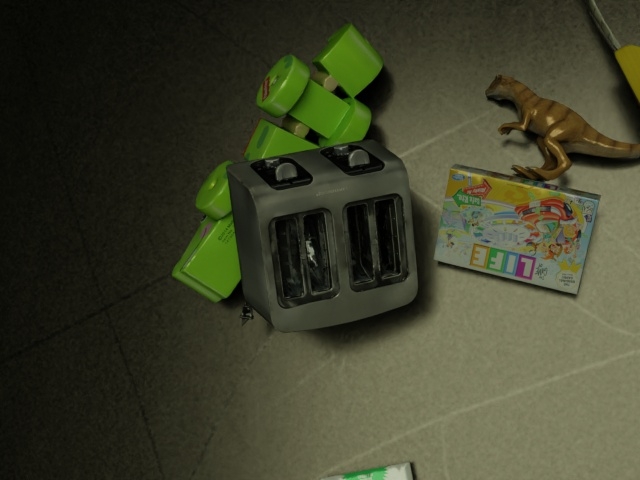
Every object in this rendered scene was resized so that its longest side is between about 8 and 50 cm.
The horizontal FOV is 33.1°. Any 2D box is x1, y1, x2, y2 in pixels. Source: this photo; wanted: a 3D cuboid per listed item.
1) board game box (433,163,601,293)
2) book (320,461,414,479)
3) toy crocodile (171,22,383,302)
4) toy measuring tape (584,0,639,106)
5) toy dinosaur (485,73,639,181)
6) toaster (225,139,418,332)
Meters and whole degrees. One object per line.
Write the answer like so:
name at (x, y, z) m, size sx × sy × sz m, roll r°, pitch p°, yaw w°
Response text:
board game box at (0.203, -0.013, 1.119) m, size 0.154 × 0.026 × 0.103 m, roll 13°, pitch 110°, yaw 15°
book at (0.060, 0.310, 1.114) m, size 0.096 × 0.035 × 0.144 m, roll -12°, pitch 76°, yaw 7°
toy crocodile at (-0.047, -0.088, 1.175) m, size 0.115 × 0.105 × 0.340 m, roll 30°, pitch 92°, yaw -24°
toy measuring tape at (0.362, -0.195, 1.100) m, size 0.121 × 0.121 × 0.330 m, roll -23°, pitch 66°, yaw 8°
toy dinosaur at (0.259, -0.109, 1.127) m, size 0.212 × 0.064 × 0.112 m, roll 30°, pitch 86°, yaw 16°
toaster at (0.000, 0.000, 1.097) m, size 0.168 × 0.110 × 0.185 m, roll -11°, pitch 108°, yaw -16°
